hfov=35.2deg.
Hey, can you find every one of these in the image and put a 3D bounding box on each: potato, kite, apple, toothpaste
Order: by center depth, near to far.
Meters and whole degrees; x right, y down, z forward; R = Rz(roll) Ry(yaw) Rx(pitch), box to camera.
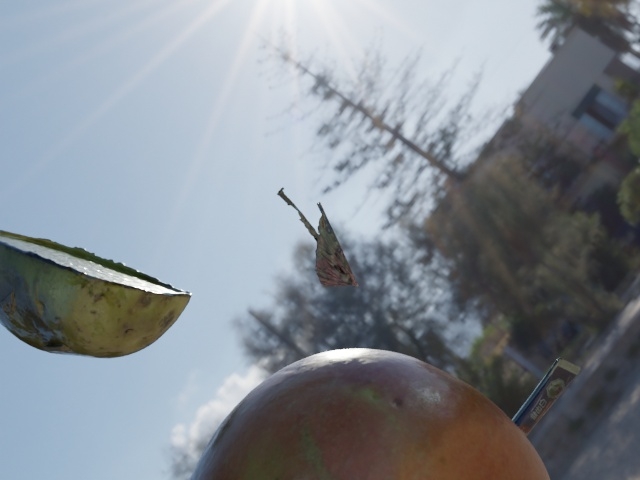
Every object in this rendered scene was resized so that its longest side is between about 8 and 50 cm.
[{"bbox_3d":[0.029,0.204,0.662,0.253,0.253,0.253,-48,-15,-17],"label":"apple"},{"bbox_3d":[0.000,0.000,1.068,0.011,0.157,0.139,-29,31,19],"label":"kite"},{"bbox_3d":[-0.275,0.066,1.069,0.160,0.271,0.111,12,-85,-53],"label":"potato"},{"bbox_3d":[0.226,0.184,1.080,0.037,0.021,0.140,26,-74,-31],"label":"toothpaste"}]
